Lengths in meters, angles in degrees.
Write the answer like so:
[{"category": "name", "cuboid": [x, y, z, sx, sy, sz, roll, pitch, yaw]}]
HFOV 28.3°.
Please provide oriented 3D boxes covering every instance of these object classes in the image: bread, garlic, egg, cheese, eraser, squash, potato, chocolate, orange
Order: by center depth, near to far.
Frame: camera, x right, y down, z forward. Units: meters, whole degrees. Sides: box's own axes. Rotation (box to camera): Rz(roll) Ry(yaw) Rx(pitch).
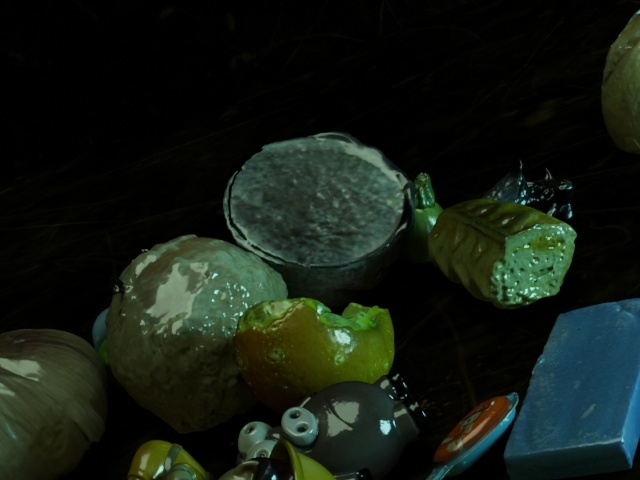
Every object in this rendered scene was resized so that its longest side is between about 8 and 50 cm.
[{"category": "cheese", "cuboid": [0.147, 0.253, 1.454, 0.256, 0.037, 0.106, -40, -1, -30]}, {"category": "eraser", "cuboid": [0.319, 0.166, 1.491, 0.144, 0.042, 0.312, -13, 23, 30]}, {"category": "orange", "cuboid": [0.001, 0.156, 1.682, 0.179, 0.158, 0.237, -27, -18, 27]}, {"category": "egg", "cuboid": [-0.178, 0.127, 1.831, 0.279, 0.279, 0.310, -14, 34, 26]}, {"category": "bread", "cuboid": [0.252, 0.011, 1.841, 0.152, 0.130, 0.268, -33, 20, -10]}, {"category": "garlic", "cuboid": [-0.471, 0.258, 1.938, 0.322, 0.241, 0.322, -2, 14, 1]}, {"category": "potato", "cuboid": [0.581, -0.251, 2.019, 0.189, 0.211, 0.264, -29, 24, -15]}, {"category": "chocolate", "cuboid": [0.000, 0.000, 2.034, 0.303, 0.213, 0.303, -1, 49, 1]}, {"category": "squash", "cuboid": [0.161, -0.040, 2.064, 0.105, 0.132, 0.105, -20, 20, 7]}]

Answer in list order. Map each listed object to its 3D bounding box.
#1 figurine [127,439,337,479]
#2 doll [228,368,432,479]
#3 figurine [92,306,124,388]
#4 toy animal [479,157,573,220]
[{"category": "figurine", "cuboid": [-0.087, 0.292, 1.370, 0.257, 0.192, 0.167, 23, 51, 10]}, {"category": "doll", "cuboid": [0.003, 0.253, 1.524, 0.257, 0.117, 0.182, -23, 37, -8]}, {"category": "figurine", "cuboid": [-0.297, 0.165, 2.090, 0.162, 0.143, 0.263, -21, 2, -10]}, {"category": "toy animal", "cuboid": [0.282, -0.054, 1.990, 0.210, 0.117, 0.121, -24, 26, -4]}]
